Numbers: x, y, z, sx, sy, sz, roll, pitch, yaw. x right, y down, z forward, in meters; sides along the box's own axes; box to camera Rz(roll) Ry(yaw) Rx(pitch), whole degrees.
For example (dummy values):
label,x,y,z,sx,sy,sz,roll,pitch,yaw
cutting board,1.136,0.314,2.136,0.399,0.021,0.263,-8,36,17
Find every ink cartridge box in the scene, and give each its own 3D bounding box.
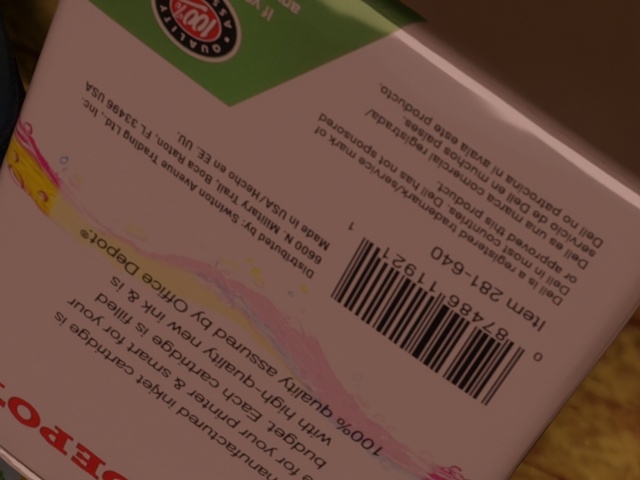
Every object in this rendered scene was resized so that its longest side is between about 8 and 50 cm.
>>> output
label,x,y,z,sx,sy,sz,roll,pitch,yaw
ink cartridge box,0.000,0.000,0.635,0.201,0.117,0.278,36,133,8

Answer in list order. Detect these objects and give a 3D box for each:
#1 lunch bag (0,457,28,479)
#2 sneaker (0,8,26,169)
label,x,y,z,sx,sy,sz,roll,pitch,yaw
lunch bag,-0.084,0.156,0.783,0.219,0.090,0.176,36,169,8
sneaker,-0.171,-0.175,0.621,0.236,0.130,0.323,-30,95,47
